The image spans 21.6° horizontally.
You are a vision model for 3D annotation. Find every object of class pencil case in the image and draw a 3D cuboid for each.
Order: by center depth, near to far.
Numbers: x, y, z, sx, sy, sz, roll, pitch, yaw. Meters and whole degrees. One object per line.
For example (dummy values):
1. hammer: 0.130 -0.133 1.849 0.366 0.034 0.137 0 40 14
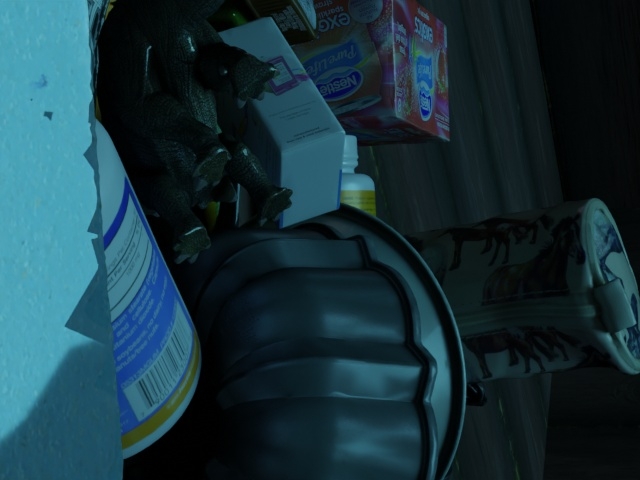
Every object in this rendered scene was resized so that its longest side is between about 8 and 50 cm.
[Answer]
1. pencil case: 0.095 0.067 1.522 0.183 0.410 0.160 -48 125 -62

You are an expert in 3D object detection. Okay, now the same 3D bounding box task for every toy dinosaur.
1. toy dinosaur: -0.099 -0.092 1.093 0.121 0.160 0.313 -35 147 -22

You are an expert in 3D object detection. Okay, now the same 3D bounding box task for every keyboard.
1. keyboard: -0.084 -0.090 1.588 0.108 0.023 0.180 122 -27 -82

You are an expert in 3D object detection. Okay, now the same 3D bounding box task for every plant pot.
1. plant pot: -0.256 0.003 0.627 0.252 0.247 0.247 -11 98 -56

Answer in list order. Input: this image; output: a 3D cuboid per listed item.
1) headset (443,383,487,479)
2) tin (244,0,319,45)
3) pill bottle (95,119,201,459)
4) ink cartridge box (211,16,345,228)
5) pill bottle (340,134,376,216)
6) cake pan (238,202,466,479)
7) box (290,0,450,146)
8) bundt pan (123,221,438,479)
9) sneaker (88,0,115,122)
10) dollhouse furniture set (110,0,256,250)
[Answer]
1. headset: 0.059 0.257 1.637 0.243 0.185 0.394 122 -12 -45
2. tin: -0.036 -0.210 1.242 0.189 0.040 0.106 46 30 -74
3. pill bottle: -0.180 0.008 1.028 0.272 0.152 0.152 70 23 -45
4. ink cartridge box: -0.033 -0.084 1.187 0.088 0.052 0.122 93 -27 -53
5. pill bottle: 0.000 0.000 1.732 0.117 0.117 0.215 -2 90 -74
6. cake pan: -0.015 0.112 1.400 0.054 0.293 0.293 -7 95 -53
7. box: 0.042 -0.186 1.851 0.300 0.154 0.142 7 81 -75
8. bundt pan: -0.070 0.139 1.192 0.124 0.331 0.330 12 73 -36
9. sneaker: -0.189 -0.161 1.154 0.083 0.084 0.214 -11 99 -69
10. dollhouse furniture set: -0.084 -0.142 1.387 0.301 0.151 0.197 69 24 -48
